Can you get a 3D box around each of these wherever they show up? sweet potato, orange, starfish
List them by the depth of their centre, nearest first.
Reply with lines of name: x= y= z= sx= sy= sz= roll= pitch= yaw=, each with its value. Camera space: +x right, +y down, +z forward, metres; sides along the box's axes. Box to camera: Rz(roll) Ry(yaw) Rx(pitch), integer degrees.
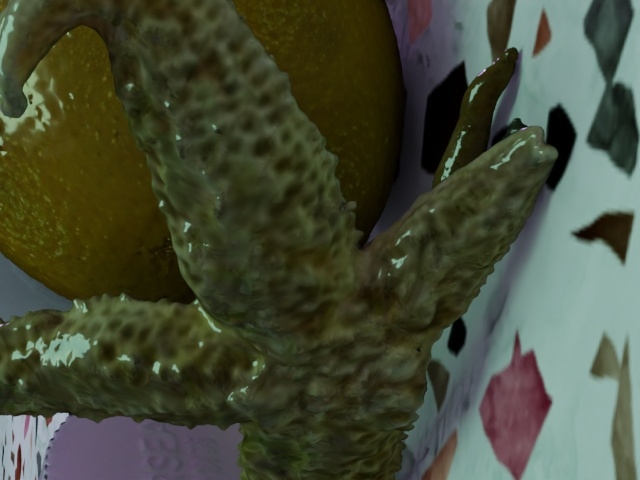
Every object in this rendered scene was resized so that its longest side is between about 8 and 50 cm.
sweet potato: x=0.073 y=-0.044 z=0.802 sx=0.026 sy=0.026 sz=0.115 roll=-113 pitch=30 yaw=-56
starfish: x=-0.070 y=0.061 z=0.817 sx=0.082 sy=0.324 sz=0.432 roll=-82 pitch=14 yaw=-45
orange: x=-0.084 y=-0.081 z=0.918 sx=0.274 sy=0.274 sz=0.274 roll=-176 pitch=90 yaw=-73

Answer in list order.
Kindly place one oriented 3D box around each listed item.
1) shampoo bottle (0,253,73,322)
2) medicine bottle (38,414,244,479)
shampoo bottle: x=-0.221 y=-0.034 z=1.332 sx=0.266 sy=0.273 sz=0.273 roll=15 pitch=101 yaw=63
medicine bottle: x=-0.128 y=0.262 z=1.117 sx=0.178 sy=0.178 sz=0.290 roll=-107 pitch=27 yaw=-50
